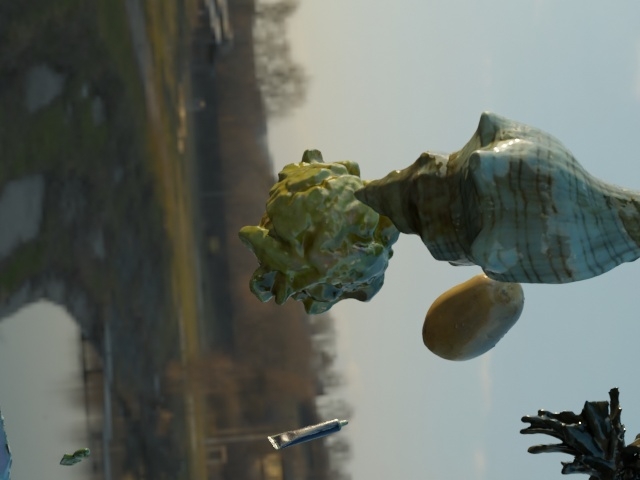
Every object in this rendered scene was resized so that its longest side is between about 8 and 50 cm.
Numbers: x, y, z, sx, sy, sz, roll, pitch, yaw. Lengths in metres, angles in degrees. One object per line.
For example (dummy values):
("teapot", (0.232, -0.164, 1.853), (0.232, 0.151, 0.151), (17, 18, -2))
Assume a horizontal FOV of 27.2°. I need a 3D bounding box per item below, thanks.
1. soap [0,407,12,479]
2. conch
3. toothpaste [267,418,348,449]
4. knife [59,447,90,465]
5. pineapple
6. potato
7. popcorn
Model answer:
("soap", (-0.447, 0.267, 1.492), (0.261, 0.156, 0.446), (53, -35, 45))
("conch", (0.205, -0.044, 1.360), (0.169, 0.386, 0.203), (51, 49, -35))
("toothpaste", (-0.017, 0.314, 2.163), (0.037, 0.140, 0.021), (42, -41, 53))
("knife", (-0.382, 0.336, 2.051), (0.207, 0.030, 0.014), (141, -44, -66))
("pineapple", (0.375, 0.300, 1.501), (0.340, 0.169, 0.169), (39, -25, 20))
("potato", (0.240, 0.115, 2.064), (0.118, 0.178, 0.109), (43, 23, -13))
("popcorn", (-0.001, -0.001, 1.568), (0.185, 0.167, 0.187), (-26, 143, -60))
